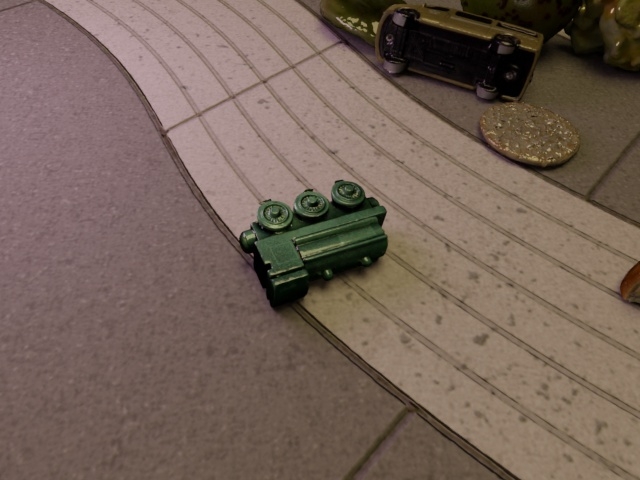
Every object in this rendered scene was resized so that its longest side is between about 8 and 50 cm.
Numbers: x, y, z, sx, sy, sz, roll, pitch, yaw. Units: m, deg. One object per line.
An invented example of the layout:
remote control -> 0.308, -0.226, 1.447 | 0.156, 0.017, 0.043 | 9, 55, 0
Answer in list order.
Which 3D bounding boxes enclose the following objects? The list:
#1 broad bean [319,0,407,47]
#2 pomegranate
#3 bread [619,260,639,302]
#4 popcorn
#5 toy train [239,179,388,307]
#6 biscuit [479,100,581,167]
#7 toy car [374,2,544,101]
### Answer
broad bean -> 0.080, -0.415, 0.991 | 0.153, 0.072, 0.206 | -25, 54, -17
pomegranate -> 0.353, -0.440, 0.969 | 0.211, 0.210, 0.263 | 16, 8, 10
bread -> 0.383, 0.040, 0.594 | 0.083, 0.070, 0.077 | -29, 57, -30
popcorn -> 0.534, -0.386, 0.927 | 0.167, 0.185, 0.187 | -29, 62, -5
toy train -> 0.000, 0.000, 0.608 | 0.171, 0.071, 0.111 | -16, 60, -20
biscuit -> 0.307, -0.158, 0.804 | 0.152, 0.020, 0.152 | 2, 46, -2
toy car -> 0.224, -0.317, 0.892 | 0.257, 0.101, 0.124 | 22, 45, 13
